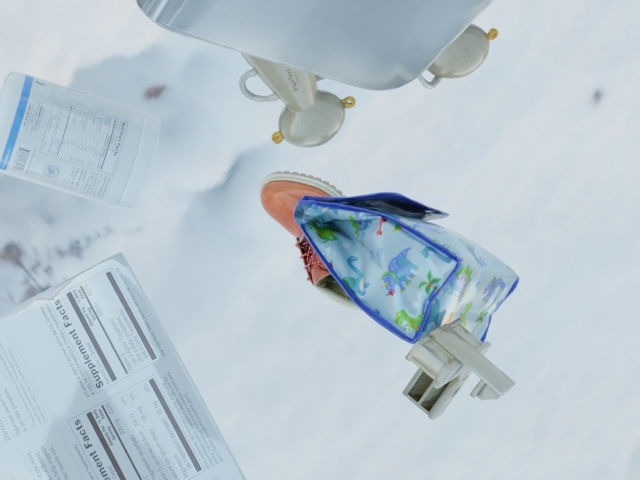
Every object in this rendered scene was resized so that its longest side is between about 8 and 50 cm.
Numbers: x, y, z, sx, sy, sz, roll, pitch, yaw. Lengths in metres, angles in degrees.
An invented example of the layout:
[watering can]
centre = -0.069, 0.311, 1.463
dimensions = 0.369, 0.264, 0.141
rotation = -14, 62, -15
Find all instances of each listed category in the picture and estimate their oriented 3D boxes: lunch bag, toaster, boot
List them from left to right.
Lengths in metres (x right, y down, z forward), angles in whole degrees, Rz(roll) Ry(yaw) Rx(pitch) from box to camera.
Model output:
[toaster]
centre = -0.015, -0.174, 0.725
dimensions = 0.185, 0.168, 0.110
rotation = 12, 132, -34
[boot]
centre = 0.000, 0.000, 1.367
dimensions = 0.084, 0.158, 0.059
rotation = -47, 167, -42
[lunch bag]
centre = 0.064, 0.015, 1.214
dimensions = 0.129, 0.151, 0.096
rotation = 17, 103, -59

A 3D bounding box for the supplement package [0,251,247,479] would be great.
[supplement package]
centre = -0.140, 0.177, 1.123
dimensions = 0.145, 0.262, 0.204
rotation = -27, 165, -9

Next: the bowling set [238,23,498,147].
[bowling set]
centre = 0.061, -0.211, 1.083
dimensions = 0.287, 0.200, 0.154
rotation = -21, 128, 7

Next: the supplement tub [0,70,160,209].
[supplement tub]
centre = -0.169, -0.067, 1.032
dimensions = 0.107, 0.071, 0.071
rotation = 17, 107, -16

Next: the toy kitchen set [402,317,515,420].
[toy kitchen set]
centre = 0.094, 0.112, 1.117
dimensions = 0.075, 0.068, 0.083
rotation = -57, 163, 23
